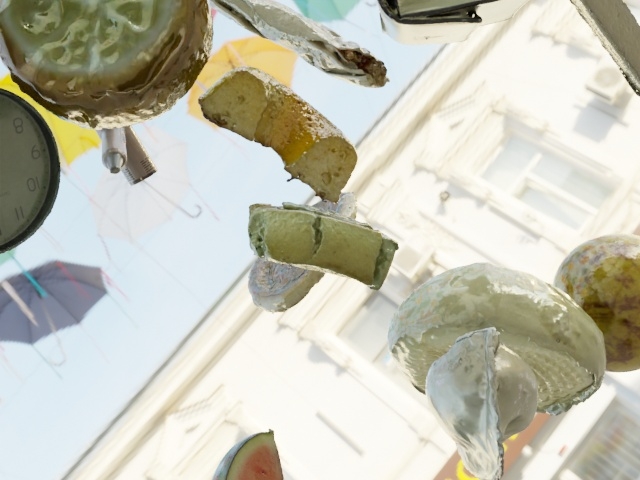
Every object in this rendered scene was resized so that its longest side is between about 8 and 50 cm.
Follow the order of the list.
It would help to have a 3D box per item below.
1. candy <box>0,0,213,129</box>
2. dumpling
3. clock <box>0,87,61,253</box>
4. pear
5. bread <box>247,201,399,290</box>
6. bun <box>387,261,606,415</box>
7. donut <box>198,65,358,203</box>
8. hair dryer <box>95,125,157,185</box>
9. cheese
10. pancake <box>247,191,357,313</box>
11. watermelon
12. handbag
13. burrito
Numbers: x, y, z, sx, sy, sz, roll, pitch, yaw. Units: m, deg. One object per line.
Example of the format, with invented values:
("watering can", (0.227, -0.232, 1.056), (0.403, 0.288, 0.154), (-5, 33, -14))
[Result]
("candy", (-0.254, -0.260, 1.004), (0.260, 0.260, 0.118), (-51, -7, -5))
("dumpling", (0.213, 0.225, 1.107), (0.142, 0.172, 0.247), (-3, -40, -3))
("clock", (-0.415, -0.083, 1.027), (0.215, 0.042, 0.215), (-16, -69, -48))
("pear", (0.595, 0.121, 1.680), (0.280, 0.280, 0.281), (-33, -37, -30))
("bread", (0.000, 0.000, 0.837), (0.156, 0.117, 0.064), (15, -88, -33))
("bun", (0.304, 0.153, 1.464), (0.364, 0.364, 0.202), (64, -146, -55))
("donut", (-0.065, -0.173, 1.257), (0.259, 0.152, 0.101), (31, -74, -23))
("hair dryer", (-0.317, -0.157, 1.237), (0.053, 0.220, 0.195), (-29, -74, 3))
("cheese", (0.487, -0.386, 1.444), (0.400, 0.034, 0.085), (36, -100, -40))
("pancake", (-0.040, 0.016, 1.897), (0.065, 0.356, 0.356), (46, -101, -18))
("watermelon", (-0.156, 0.523, 1.606), (0.159, 0.128, 0.304), (-2, -101, -44))
("handbag", (0.206, -0.408, 1.377), (0.358, 0.236, 0.160), (-54, -49, -80))
("burrito", (-0.051, -0.382, 1.561), (0.076, 0.392, 0.117), (-62, -9, 7))
